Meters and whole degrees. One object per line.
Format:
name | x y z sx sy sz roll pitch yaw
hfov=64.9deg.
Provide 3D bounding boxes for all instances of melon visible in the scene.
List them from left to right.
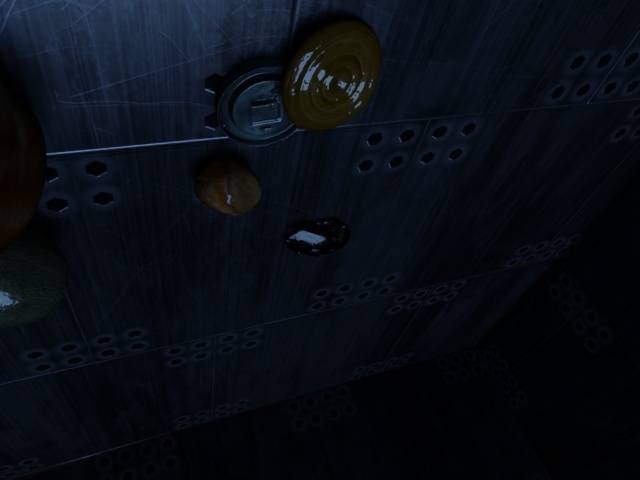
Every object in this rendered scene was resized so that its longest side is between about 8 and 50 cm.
melon | -0.718 0.073 1.096 0.302 0.237 0.237 20 128 -44

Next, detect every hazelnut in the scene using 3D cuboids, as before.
hazelnut | -0.635 -0.111 0.805 0.366 0.365 0.365 -16 147 -11
hazelnut | -0.227 -0.122 1.218 0.150 0.150 0.150 -16 147 -11

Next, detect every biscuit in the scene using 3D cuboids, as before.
biscuit | 0.031 -0.345 1.090 0.262 0.037 0.262 -28 147 -20

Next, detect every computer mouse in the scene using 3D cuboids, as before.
computer mouse | 0.000 0.000 1.591 0.242 0.077 0.146 -1 140 -31

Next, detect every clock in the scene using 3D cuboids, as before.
clock | -0.125 -0.300 1.104 0.215 0.041 0.215 -17 147 -11
